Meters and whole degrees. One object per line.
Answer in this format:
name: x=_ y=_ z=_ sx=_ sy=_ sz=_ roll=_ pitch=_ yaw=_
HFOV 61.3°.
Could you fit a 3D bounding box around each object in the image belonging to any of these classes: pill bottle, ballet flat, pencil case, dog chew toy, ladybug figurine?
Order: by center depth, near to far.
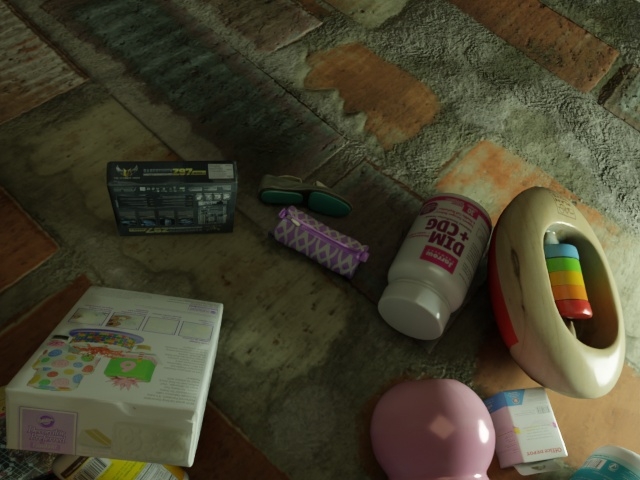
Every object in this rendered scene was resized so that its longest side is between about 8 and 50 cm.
pill bottle: x=-0.282 y=0.361 z=0.810 sx=0.215 sy=0.117 sz=0.117 roll=47 pitch=59 yaw=-9
dog chew toy: x=0.189 y=0.401 z=0.877 sx=0.207 sy=0.206 sz=0.332 roll=2 pitch=68 yaw=-12
pill bottle: x=0.464 y=0.484 z=0.911 sx=0.264 sy=0.146 sz=0.146 roll=-32 pitch=71 yaw=-26
pill bottle: x=0.235 y=0.051 z=1.106 sx=0.160 sy=0.160 sz=0.283 roll=29 pitch=58 yaw=5
ladybug figurine: x=0.463 y=0.099 z=1.106 sx=0.305 sy=0.162 sz=0.449 roll=15 pitch=61 yaw=-25
pencil case: x=0.000 y=0.000 z=1.127 sx=0.206 sy=0.088 sz=0.086 roll=27 pitch=60 yaw=3
ballet flat: x=-0.031 y=-0.108 z=1.195 sx=0.213 sy=0.072 sz=0.068 roll=10 pitch=54 yaw=-6

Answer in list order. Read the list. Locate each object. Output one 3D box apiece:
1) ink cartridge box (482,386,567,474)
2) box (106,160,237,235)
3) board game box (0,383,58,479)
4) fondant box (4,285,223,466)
ink cartridge box: x=0.376 y=0.356 z=0.999 sx=0.092 sy=0.090 sz=0.143 roll=-1 pitch=61 yaw=-13
box: x=-0.283 y=-0.079 z=1.053 sx=0.233 sy=0.183 sz=0.059 roll=-2 pitch=60 yaw=-13
board game box: x=-0.451 y=0.301 z=0.874 sx=0.243 sy=0.042 sz=0.165 roll=-16 pitch=65 yaw=-21
fondant box: x=-0.289 y=0.189 z=0.836 sx=0.238 sy=0.096 sz=0.330 roll=9 pitch=16 yaw=-7
